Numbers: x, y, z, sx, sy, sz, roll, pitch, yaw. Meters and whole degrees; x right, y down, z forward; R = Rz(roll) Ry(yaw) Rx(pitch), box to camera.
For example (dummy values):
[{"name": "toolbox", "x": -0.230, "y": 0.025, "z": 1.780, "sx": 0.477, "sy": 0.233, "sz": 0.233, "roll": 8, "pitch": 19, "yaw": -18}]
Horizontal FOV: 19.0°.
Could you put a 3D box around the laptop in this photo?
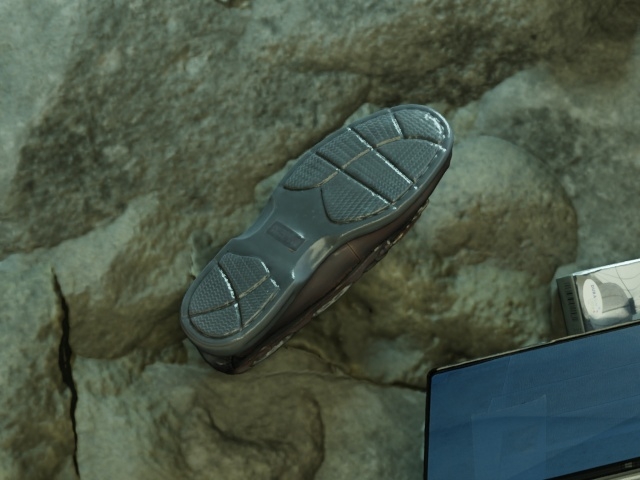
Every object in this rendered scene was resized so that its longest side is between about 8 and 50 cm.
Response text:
[{"name": "laptop", "x": 0.296, "y": 0.257, "z": 1.612, "sx": 0.382, "sy": 0.236, "sz": 0.408, "roll": -12, "pitch": 91, "yaw": -6}]

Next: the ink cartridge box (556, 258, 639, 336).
[{"name": "ink cartridge box", "x": 0.395, "y": 0.077, "z": 1.747, "sx": 0.332, "sy": 0.065, "sz": 0.165, "roll": -13, "pitch": 86, "yaw": -9}]

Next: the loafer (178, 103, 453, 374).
[{"name": "loafer", "x": 0.000, "y": 0.000, "z": 1.701, "sx": 0.302, "sy": 0.095, "sz": 0.109, "roll": -42, "pitch": 61, "yaw": -13}]
